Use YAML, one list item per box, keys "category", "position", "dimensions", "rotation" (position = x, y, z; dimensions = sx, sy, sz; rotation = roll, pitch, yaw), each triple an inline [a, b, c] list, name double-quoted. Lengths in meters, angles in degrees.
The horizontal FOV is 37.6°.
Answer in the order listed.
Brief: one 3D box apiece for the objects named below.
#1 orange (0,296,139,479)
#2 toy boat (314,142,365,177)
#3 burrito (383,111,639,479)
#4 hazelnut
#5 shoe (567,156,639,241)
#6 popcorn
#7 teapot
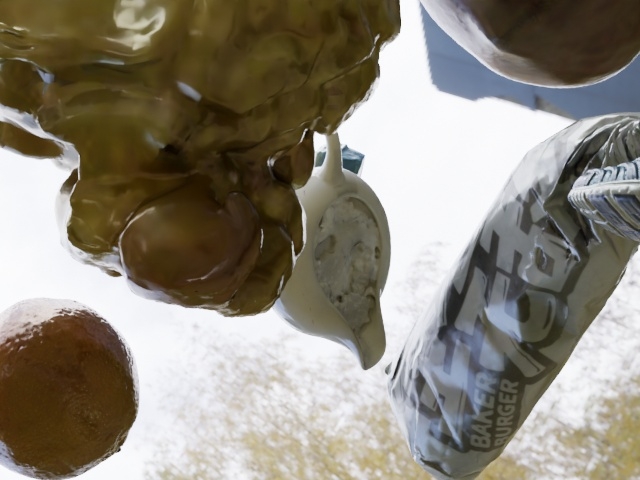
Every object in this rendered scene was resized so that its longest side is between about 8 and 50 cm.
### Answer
- category: "orange"
  position: [-0.384, 0.216, 1.356]
  dimensions: [0.264, 0.264, 0.264]
  rotation: [-23, -56, -37]
- category: "toy boat"
  position: [-0.007, -0.068, 1.010]
  dimensions: [0.215, 0.102, 0.088]
  rotation: [-57, -18, -80]
- category: "burrito"
  position: [0.162, 0.041, 0.766]
  dimensions: [0.101, 0.139, 0.445]
  rotation: [-8, -40, -27]
- category: "hazelnut"
  position: [0.243, -0.352, 1.018]
  dimensions: [0.366, 0.366, 0.365]
  rotation: [-23, -56, -37]
- category: "shoe"
  position: [0.207, -0.039, 0.530]
  dimensions: [0.064, 0.143, 0.071]
  rotation: [36, -123, -36]
- category: "popcorn"
  position: [-0.082, -0.117, 0.538]
  dimensions: [0.265, 0.332, 0.225]
  rotation: [-20, -15, -6]
- category: "teapot"
  position: [0.000, 0.000, 0.816]
  dimensions: [0.145, 0.092, 0.226]
  rotation: [-26, -69, -45]
